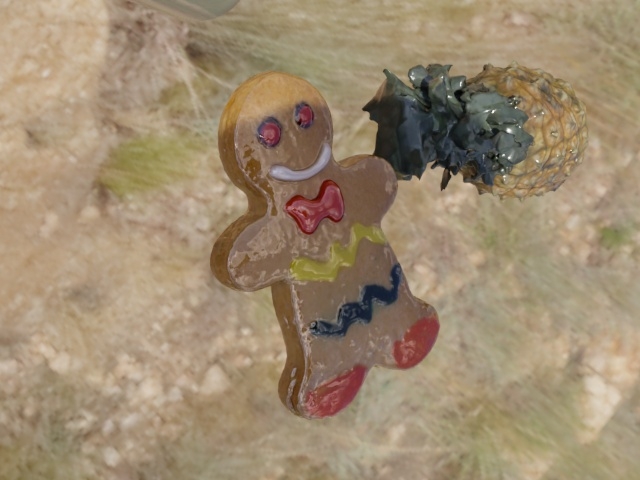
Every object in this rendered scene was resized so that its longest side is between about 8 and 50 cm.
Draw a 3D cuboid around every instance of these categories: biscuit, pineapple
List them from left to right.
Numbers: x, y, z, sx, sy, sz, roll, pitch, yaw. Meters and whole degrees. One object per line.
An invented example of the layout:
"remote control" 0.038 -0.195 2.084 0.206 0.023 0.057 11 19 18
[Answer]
"biscuit" 0.000 0.000 0.808 0.165 0.036 0.250 -30 110 -32
"pineapple" 0.131 -0.092 0.959 0.248 0.128 0.128 -5 124 -55

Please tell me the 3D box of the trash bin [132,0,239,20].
"trash bin" -0.132 -0.240 0.647 0.220 0.219 0.250 -67 165 6
